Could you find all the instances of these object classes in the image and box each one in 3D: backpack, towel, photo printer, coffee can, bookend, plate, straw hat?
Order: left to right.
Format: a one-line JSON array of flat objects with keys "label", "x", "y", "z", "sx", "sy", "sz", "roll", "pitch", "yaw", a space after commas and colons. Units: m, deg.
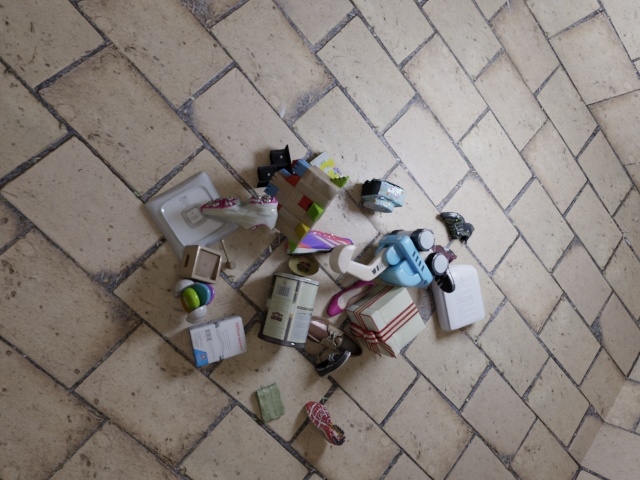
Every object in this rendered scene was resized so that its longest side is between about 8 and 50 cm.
[{"label": "plate", "x": -0.505, "y": -0.097, "z": 1.633, "sx": 0.277, "sy": 0.045, "sz": 0.278, "roll": -35, "pitch": 101, "yaw": -19}, {"label": "towel", "x": -0.212, "y": 0.692, "z": 1.748, "sx": 0.110, "sy": 0.027, "sz": 0.148, "roll": -16, "pitch": 95, "yaw": -23}, {"label": "bookend", "x": -0.203, "y": -0.315, "z": 1.742, "sx": 0.156, "sy": 0.072, "sz": 0.157, "roll": -8, "pitch": 84, "yaw": -15}, {"label": "coffee can", "x": -0.129, "y": 0.284, "z": 1.697, "sx": 0.201, "sy": 0.201, "sz": 0.276, "roll": 16, "pitch": 82, "yaw": -22}, {"label": "straw hat", "x": -0.075, "y": 0.127, "z": 1.794, "sx": 0.144, "sy": 0.145, "sz": 0.061, "roll": -3, "pitch": 131, "yaw": -23}, {"label": "backpack", "x": 0.298, "y": -0.203, "z": 1.909, "sx": 0.188, "sy": 0.166, "sz": 0.145, "roll": 9, "pitch": 87, "yaw": -19}, {"label": "photo printer", "x": 0.704, "y": 0.281, "z": 2.102, "sx": 0.255, "sy": 0.107, "sz": 0.308, "roll": -13, "pitch": 93, "yaw": -22}]

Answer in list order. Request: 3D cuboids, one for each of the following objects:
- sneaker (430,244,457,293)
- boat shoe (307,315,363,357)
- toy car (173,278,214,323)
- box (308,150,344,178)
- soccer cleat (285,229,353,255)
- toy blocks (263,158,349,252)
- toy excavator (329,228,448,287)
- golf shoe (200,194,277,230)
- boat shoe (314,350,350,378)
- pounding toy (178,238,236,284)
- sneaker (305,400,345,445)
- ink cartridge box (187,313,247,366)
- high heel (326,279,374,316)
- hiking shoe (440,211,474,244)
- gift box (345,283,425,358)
[{"label": "sneaker", "x": 0.624, "y": 0.121, "z": 2.012, "sx": 0.162, "sy": 0.106, "sz": 0.282, "roll": -8, "pitch": 55, "yaw": -23}, {"label": "boat shoe", "x": 0.057, "y": 0.427, "z": 1.819, "sx": 0.324, "sy": 0.116, "sz": 0.123, "roll": 27, "pitch": 78, "yaw": -20}, {"label": "toy car", "x": -0.472, "y": 0.220, "z": 1.569, "sx": 0.136, "sy": 0.182, "sz": 0.159, "roll": -26, "pitch": 81, "yaw": -29}, {"label": "box", "x": 0.034, "y": -0.306, "z": 1.867, "sx": 0.105, "sy": 0.043, "sz": 0.179, "roll": -40, "pitch": 101, "yaw": -19}, {"label": "soccer cleat", "x": 0.000, "y": 0.000, "z": 1.815, "sx": 0.317, "sy": 0.108, "sz": 0.117, "roll": -5, "pitch": 87, "yaw": -21}, {"label": "toy blocks", "x": -0.103, "y": -0.177, "z": 1.647, "sx": 0.260, "sy": 0.191, "sz": 0.381, "roll": 38, "pitch": 114, "yaw": 1}, {"label": "toy excavator", "x": 0.303, "y": 0.102, "z": 1.838, "sx": 0.445, "sy": 0.222, "sz": 0.433, "roll": -44, "pitch": 110, "yaw": -23}, {"label": "golf shoe", "x": -0.314, "y": -0.098, "z": 1.595, "sx": 0.305, "sy": 0.115, "sz": 0.140, "roll": -1, "pitch": 115, "yaw": 7}, {"label": "boat shoe", "x": 0.049, "y": 0.532, "z": 1.789, "sx": 0.065, "sy": 0.206, "sz": 0.075, "roll": 44, "pitch": 32, "yaw": 1}, {"label": "pounding toy", "x": -0.441, "y": 0.081, "z": 1.629, "sx": 0.206, "sy": 0.094, "sz": 0.181, "roll": 29, "pitch": 65, "yaw": -51}, {"label": "sneaker", "x": 0.007, "y": 0.813, "z": 1.808, "sx": 0.088, "sy": 0.092, "sz": 0.225, "roll": -34, "pitch": 84, "yaw": -38}, {"label": "ink cartridge box", "x": -0.411, "y": 0.396, "z": 1.638, "sx": 0.203, "sy": 0.086, "sz": 0.148, "roll": -11, "pitch": 94, "yaw": -24}, {"label": "high heel", "x": 0.137, "y": 0.263, "z": 1.856, "sx": 0.244, "sy": 0.117, "sz": 0.082, "roll": -34, "pitch": 102, "yaw": -20}, {"label": "hiking shoe", "x": 0.704, "y": -0.066, "z": 2.122, "sx": 0.226, "sy": 0.086, "sz": 0.114, "roll": 29, "pitch": 75, "yaw": -21}, {"label": "gift box", "x": 0.294, "y": 0.380, "z": 1.850, "sx": 0.258, "sy": 0.255, "sz": 0.277, "roll": -33, "pitch": 97, "yaw": -22}]
